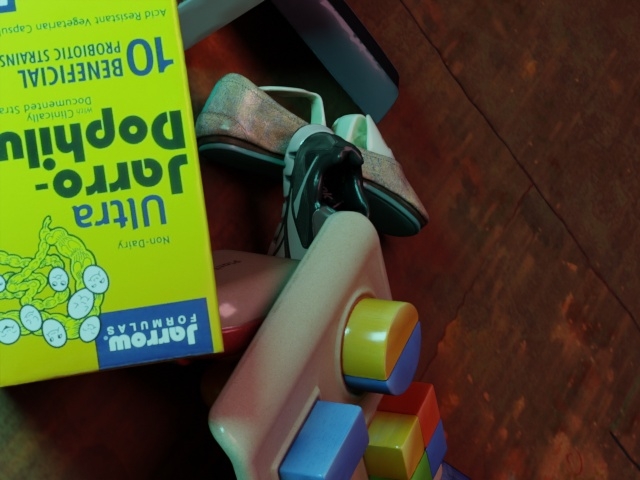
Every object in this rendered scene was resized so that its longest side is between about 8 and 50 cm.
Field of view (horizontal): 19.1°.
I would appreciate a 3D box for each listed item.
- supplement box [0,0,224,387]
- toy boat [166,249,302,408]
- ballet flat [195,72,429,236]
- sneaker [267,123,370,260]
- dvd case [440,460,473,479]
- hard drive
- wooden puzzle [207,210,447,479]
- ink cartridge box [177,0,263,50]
[{"bbox_3d":[-0.210,-0.070,1.603,0.194,0.195,0.356,-9,93,-10],"label":"supplement box"},{"bbox_3d":[-0.087,0.096,1.840,0.231,0.151,0.151,-18,111,-51],"label":"toy boat"},{"bbox_3d":[0.005,-0.099,2.054,0.316,0.108,0.106,24,68,-38],"label":"ballet flat"},{"bbox_3d":[0.000,0.000,1.939,0.078,0.106,0.234,5,94,-29],"label":"sneaker"},{"bbox_3d":[0.141,0.358,1.997,0.180,0.022,0.253,36,44,-29],"label":"dvd case"},{"bbox_3d":[0.000,-0.251,2.141,0.254,0.054,0.172,50,10,-8],"label":"hard drive"},{"bbox_3d":[0.034,0.197,1.810,0.322,0.081,0.347,-58,140,-43],"label":"wooden puzzle"},{"bbox_3d":[-0.157,-0.359,1.967,0.122,0.211,0.289,11,60,-46],"label":"ink cartridge box"}]
